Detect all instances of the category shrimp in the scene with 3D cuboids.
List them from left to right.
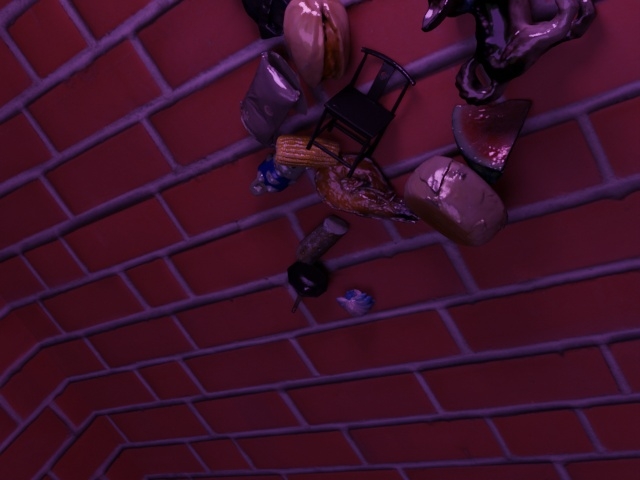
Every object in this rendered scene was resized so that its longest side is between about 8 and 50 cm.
[{"bbox_3d":[0.132,-0.133,1.779,0.316,0.062,0.164,19,122,14],"label":"shrimp"}]

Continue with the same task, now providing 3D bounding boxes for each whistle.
[{"bbox_3d":[-0.115,-0.187,1.849,0.110,0.092,0.244,47,130,-13],"label":"whistle"}]

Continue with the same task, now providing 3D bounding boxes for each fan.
[{"bbox_3d":[-0.062,-0.386,1.610,0.182,0.010,0.310,58,168,-10],"label":"fan"}]

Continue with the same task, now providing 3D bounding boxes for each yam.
[{"bbox_3d":[0.000,0.000,1.931,0.078,0.078,0.179,43,132,-5],"label":"yam"}]

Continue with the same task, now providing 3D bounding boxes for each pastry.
[{"bbox_3d":[0.317,-0.089,1.598,0.265,0.133,0.265,41,176,4],"label":"pastry"}]

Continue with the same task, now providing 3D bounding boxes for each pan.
[{"bbox_3d":[-0.056,0.125,2.067,0.128,0.048,0.202,47,130,-7],"label":"pan"}]

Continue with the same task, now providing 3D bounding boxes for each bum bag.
[{"bbox_3d":[-0.167,-0.618,1.583,0.137,0.074,0.310,-23,104,50],"label":"bum bag"}]

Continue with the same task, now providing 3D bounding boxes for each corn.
[{"bbox_3d":[-0.032,-0.226,1.737,0.165,0.085,0.063,6,145,-10],"label":"corn"}]

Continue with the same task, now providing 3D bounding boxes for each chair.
[{"bbox_3d":[0.094,-0.303,1.625,0.154,0.141,0.260,35,134,7],"label":"chair"}]

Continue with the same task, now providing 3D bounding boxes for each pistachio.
[{"bbox_3d":[-0.007,-0.461,1.566,0.157,0.157,0.230,10,135,23],"label":"pistachio"}]

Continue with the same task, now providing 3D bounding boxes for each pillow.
[{"bbox_3d":[-0.144,-0.343,1.719,0.169,0.059,0.255,57,149,11],"label":"pillow"}]

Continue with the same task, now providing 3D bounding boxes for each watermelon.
[{"bbox_3d":[0.373,-0.229,1.520,0.136,0.207,0.202,13,115,-13],"label":"watermelon"}]

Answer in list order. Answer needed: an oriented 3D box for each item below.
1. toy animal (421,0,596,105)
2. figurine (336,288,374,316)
[{"bbox_3d":[0.323,-0.459,1.354,0.344,0.194,0.302,48,126,-2],"label":"toy animal"},{"bbox_3d":[0.111,0.187,2.015,0.114,0.079,0.114,-3,151,-1],"label":"figurine"}]
